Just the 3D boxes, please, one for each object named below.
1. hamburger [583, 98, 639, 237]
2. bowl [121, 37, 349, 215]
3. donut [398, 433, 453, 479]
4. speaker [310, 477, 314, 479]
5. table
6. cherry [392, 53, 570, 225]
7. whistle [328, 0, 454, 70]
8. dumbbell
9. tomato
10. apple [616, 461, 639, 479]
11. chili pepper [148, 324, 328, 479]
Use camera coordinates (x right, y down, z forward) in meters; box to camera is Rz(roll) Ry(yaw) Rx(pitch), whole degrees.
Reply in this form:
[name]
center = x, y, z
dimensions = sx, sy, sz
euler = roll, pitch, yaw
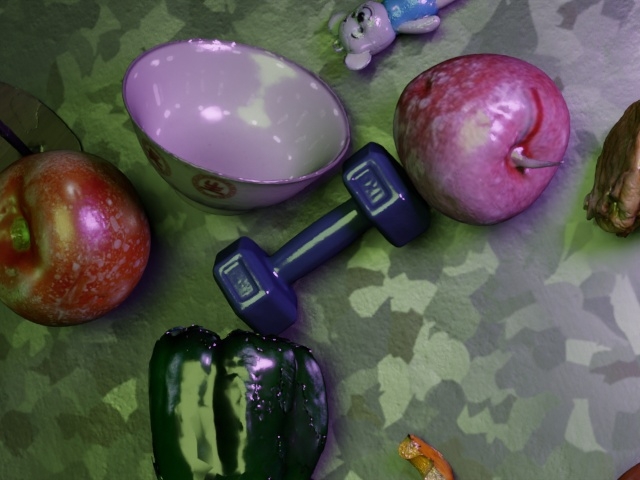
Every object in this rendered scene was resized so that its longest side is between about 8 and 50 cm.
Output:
[hamburger]
center = 0.447, -0.102, 1.740
dimensions = 0.130, 0.206, 0.183
euler = 18, 57, -7
[bowl]
center = -0.139, -0.141, 1.920
dimensions = 0.337, 0.337, 0.157
euler = 37, 132, 20
[donut]
center = 0.145, 0.316, 1.835
dimensions = 0.083, 0.067, 0.038
euler = 36, 113, -13
[speaker]
center = -0.063, 0.451, 1.886
dimensions = 0.082, 0.044, 0.218
euler = 43, 95, 19
[table]
center = -0.599, -0.160, 2.050
dimensions = 0.317, 0.249, 0.317
euler = -3, 80, 17
[cherry]
center = 0.228, -0.138, 1.805
dimensions = 0.236, 0.213, 0.285
euler = -46, 44, -19
[whistle]
center = 0.122, -0.344, 1.943
dimensions = 0.236, 0.077, 0.114
euler = -27, 59, 10
[dumbbell]
center = 0.001, 0.000, 1.891
dimensions = 0.316, 0.156, 0.143
euler = -36, 42, 9
[tomato]
center = -0.377, -0.005, 1.970
dimensions = 0.270, 0.223, 0.270
euler = -5, 82, 41
[apple]
center = 0.465, 0.386, 1.631
dimensions = 0.257, 0.234, 0.256
euler = -3, 81, 21
[chili pepper]
center = -0.131, 0.255, 1.840
dimensions = 0.249, 0.233, 0.256
euler = -8, 71, 26
